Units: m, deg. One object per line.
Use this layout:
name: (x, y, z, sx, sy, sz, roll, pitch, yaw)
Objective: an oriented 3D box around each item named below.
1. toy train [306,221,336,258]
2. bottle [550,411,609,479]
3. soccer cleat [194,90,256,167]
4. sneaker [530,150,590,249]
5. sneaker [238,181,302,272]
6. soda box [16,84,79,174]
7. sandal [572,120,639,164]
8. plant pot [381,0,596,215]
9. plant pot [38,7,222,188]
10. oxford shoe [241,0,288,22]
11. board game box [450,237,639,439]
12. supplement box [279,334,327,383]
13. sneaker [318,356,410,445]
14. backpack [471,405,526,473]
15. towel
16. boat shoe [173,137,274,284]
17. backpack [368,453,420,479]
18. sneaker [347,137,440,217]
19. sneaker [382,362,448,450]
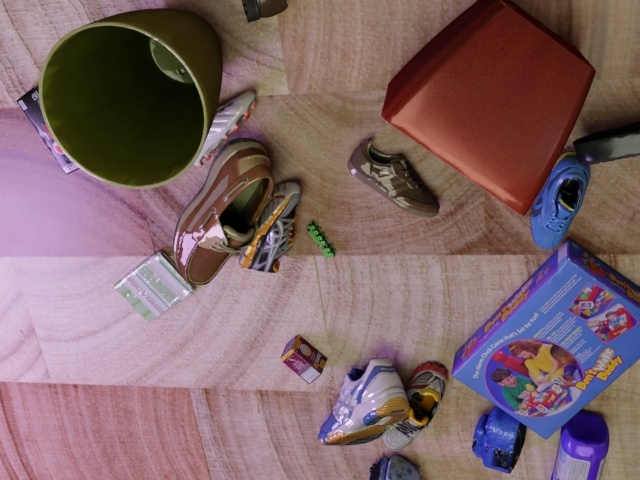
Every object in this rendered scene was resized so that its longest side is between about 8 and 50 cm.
toy train: (0.000, 0.000, 1.896, 0.023, 0.017, 0.083, -21, 113, 36)
bottle: (0.509, 0.480, 1.984, 0.092, 0.118, 0.283, 8, 122, 9)
soccer cleat: (-0.193, -0.211, 1.796, 0.076, 0.068, 0.196, 45, 122, -6)
sneaker: (0.410, -0.053, 1.713, 0.069, 0.082, 0.209, 14, 132, 3)
sneaker: (-0.081, -0.023, 1.875, 0.083, 0.084, 0.215, 22, 127, -14)
soda box: (-0.497, -0.213, 1.876, 0.053, 0.060, 0.169, -21, 112, 23)
sandal: (0.609, -0.216, 1.533, 0.445, 0.167, 0.107, -13, 98, 21)
plant pot: (0.276, -0.240, 1.557, 0.267, 0.267, 0.236, 34, 110, -6)
plant pot: (-0.275, -0.272, 1.645, 0.275, 0.293, 0.275, 6, 121, 11)
oxford shoe: (-0.100, -0.479, 1.617, 0.096, 0.083, 0.227, -12, 118, -1)
board game box: (0.443, 0.191, 1.855, 0.233, 0.078, 0.347, 35, 122, -7)
supplement box: (-0.034, 0.243, 2.024, 0.083, 0.055, 0.043, 40, 121, -11)
sneaker: (0.084, 0.334, 2.030, 0.112, 0.131, 0.296, 4, 151, -32)
backpack: (0.359, 0.389, 1.982, 0.101, 0.098, 0.120, 14, 123, 11)
towel: (-0.341, 0.095, 2.042, 0.152, 0.023, 0.113, -33, 105, 31)
boat shoe: (-0.178, -0.035, 1.837, 0.122, 0.120, 0.324, 0, 131, -35)
backpack: (0.166, 0.521, 2.106, 0.114, 0.105, 0.084, 35, 123, -10)
sneaker: (0.140, -0.110, 1.765, 0.188, 0.066, 0.071, 30, 122, -4)
sneaker: (0.182, 0.350, 2.008, 0.088, 0.093, 0.225, 23, 124, -1)
